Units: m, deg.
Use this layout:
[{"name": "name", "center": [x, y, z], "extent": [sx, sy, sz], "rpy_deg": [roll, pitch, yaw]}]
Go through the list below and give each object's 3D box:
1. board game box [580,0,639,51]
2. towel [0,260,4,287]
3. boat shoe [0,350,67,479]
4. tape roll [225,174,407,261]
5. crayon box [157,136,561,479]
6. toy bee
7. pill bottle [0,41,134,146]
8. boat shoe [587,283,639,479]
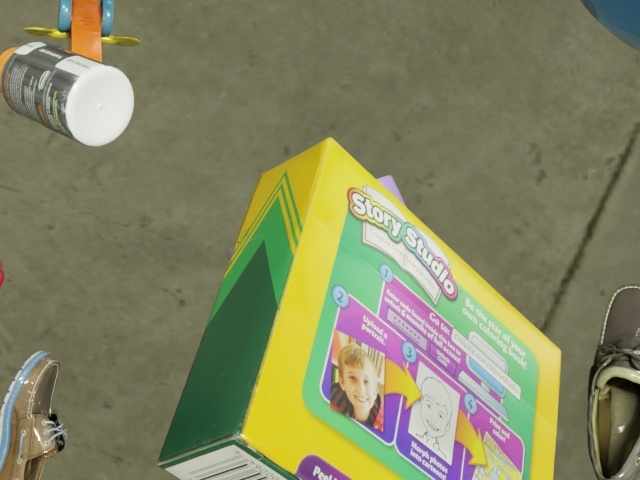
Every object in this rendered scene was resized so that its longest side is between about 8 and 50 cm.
[{"name": "board game box", "center": [0.242, -0.193, 0.666], "extent": [0.133, 0.168, 0.033], "rpy_deg": [44, 73, -9]}, {"name": "towel", "center": [-0.249, 0.111, 0.470], "extent": [0.031, 0.198, 0.275], "rpy_deg": [20, 89, -50]}, {"name": "boat shoe", "center": [-0.309, 0.212, 1.045], "extent": [0.066, 0.066, 0.183], "rpy_deg": [21, 86, -78]}, {"name": "tape roll", "center": [0.000, 0.000, 1.443], "extent": [0.274, 0.275, 0.090], "rpy_deg": [-25, 89, -31]}, {"name": "crayon box", "center": [0.065, 0.139, 0.864], "extent": [0.363, 0.106, 0.313], "rpy_deg": [41, 43, -26]}, {"name": "toy bee", "center": [-0.427, -0.398, 1.792], "extent": [0.195, 0.162, 0.298], "rpy_deg": [22, 61, -9]}, {"name": "pill bottle", "center": [-0.422, -0.243, 1.551], "extent": [0.130, 0.245, 0.131], "rpy_deg": [-28, 129, -40]}, {"name": "boat shoe", "center": [0.200, 0.092, 0.620], "extent": [0.049, 0.056, 0.152], "rpy_deg": [40, 48, -44]}]
